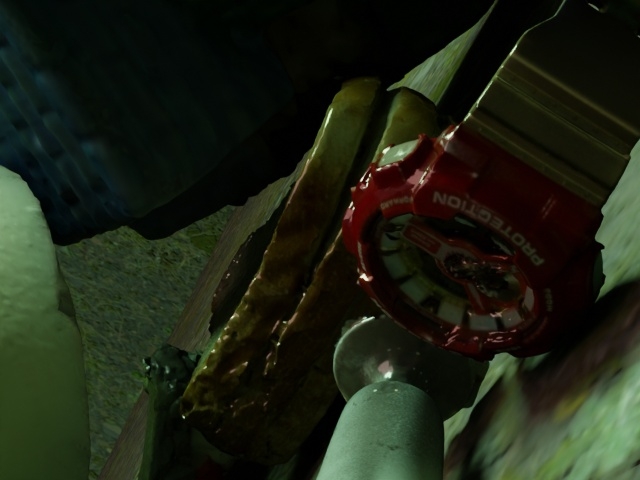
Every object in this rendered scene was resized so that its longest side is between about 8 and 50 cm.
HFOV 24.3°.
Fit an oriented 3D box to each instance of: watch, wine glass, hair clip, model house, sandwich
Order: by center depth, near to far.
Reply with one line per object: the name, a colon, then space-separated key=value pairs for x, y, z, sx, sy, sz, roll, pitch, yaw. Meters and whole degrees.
wine glass: x=0.026 y=0.094 z=0.591 sx=0.072 sy=0.072 sz=0.155 roll=-58 pitch=7 yaw=32
watch: x=0.104 y=-0.067 z=0.641 sx=0.165 sy=0.102 sz=0.268 roll=-58 pitch=-1 yaw=44
sandwich: x=0.004 y=0.002 z=1.036 sx=0.254 sy=0.099 sz=0.288 roll=-62 pitch=5 yaw=11
model house: x=-0.087 y=-0.215 z=1.046 sx=0.445 sy=0.395 sz=0.400 roll=-28 pitch=8 yaw=11
hair clip: x=-0.095 y=0.156 z=1.224 sx=0.321 sy=0.091 sz=0.138 roll=110 pitch=165 yaw=-86

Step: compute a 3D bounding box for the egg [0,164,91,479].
egg: x=-0.359 y=0.121 z=0.978 sx=0.354 sy=0.339 sz=0.355 roll=13 pitch=105 yaw=60
